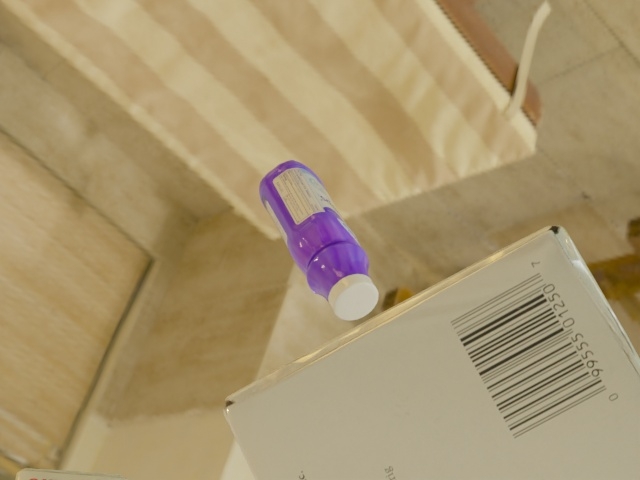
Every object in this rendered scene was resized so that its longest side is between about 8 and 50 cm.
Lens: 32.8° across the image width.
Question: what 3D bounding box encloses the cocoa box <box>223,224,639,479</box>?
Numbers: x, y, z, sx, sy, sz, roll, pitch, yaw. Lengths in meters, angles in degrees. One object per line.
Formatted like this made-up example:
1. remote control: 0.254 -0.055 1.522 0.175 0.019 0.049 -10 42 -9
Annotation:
1. cocoa box: 0.135 0.204 0.689 0.231 0.347 0.228 -30 167 7

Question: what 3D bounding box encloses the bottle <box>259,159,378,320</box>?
1. bottle: 0.000 0.000 1.556 0.092 0.283 0.118 -37 132 6

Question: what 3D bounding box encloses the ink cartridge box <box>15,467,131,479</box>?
1. ink cartridge box: -0.236 0.291 0.999 0.109 0.150 0.063 7 130 -9
